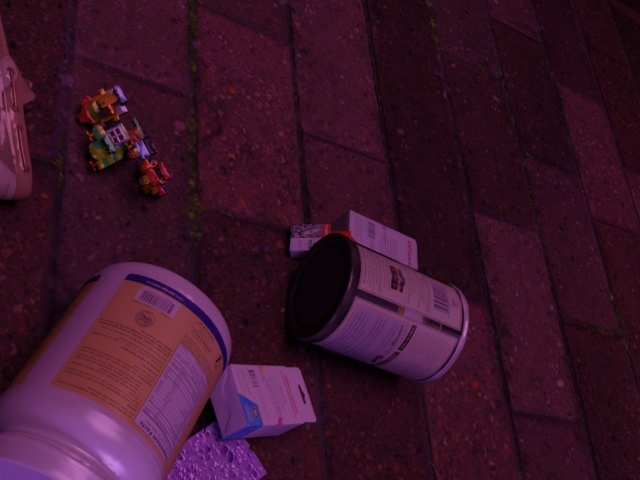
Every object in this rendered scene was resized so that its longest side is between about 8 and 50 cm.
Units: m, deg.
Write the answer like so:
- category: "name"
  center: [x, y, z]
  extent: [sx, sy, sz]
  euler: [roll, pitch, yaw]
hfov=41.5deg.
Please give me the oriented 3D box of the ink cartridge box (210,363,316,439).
- category: "ink cartridge box"
  center: [-0.094, 0.262, 1.378]
  extent: [0.181, 0.061, 0.104]
  euler: [14, 50, -53]

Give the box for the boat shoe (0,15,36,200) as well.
- category: "boat shoe"
  center: [-0.511, -0.221, 1.321]
  extent: [0.110, 0.121, 0.341]
  euler: [7, 70, -43]

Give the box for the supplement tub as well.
- category: "supplement tub"
  center: [-0.286, 0.217, 1.137]
  extent: [0.241, 0.241, 0.331]
  euler: [40, 45, -14]

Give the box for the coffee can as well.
- category: "coffee can"
  center: [0.105, 0.129, 1.551]
  extent: [0.275, 0.201, 0.202]
  euler: [24, 51, -28]

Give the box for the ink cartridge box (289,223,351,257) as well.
- category: "ink cartridge box"
  center: [0.000, 0.000, 1.621]
  extent: [0.115, 0.029, 0.063]
  euler: [-1, 56, 6]

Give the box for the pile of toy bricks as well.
- category: "pile of toy bricks"
  center: [-0.347, -0.157, 1.435]
  extent: [0.105, 0.118, 0.212]
  euler: [-30, 94, -14]

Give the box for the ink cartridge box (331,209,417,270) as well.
- category: "ink cartridge box"
  center: [0.106, 0.035, 1.704]
  extent: [0.175, 0.072, 0.127]
  euler: [24, 51, -28]

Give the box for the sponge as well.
- category: "sponge"
  center: [-0.188, 0.361, 1.281]
  extent: [0.210, 0.031, 0.117]
  euler: [-27, 83, -46]
